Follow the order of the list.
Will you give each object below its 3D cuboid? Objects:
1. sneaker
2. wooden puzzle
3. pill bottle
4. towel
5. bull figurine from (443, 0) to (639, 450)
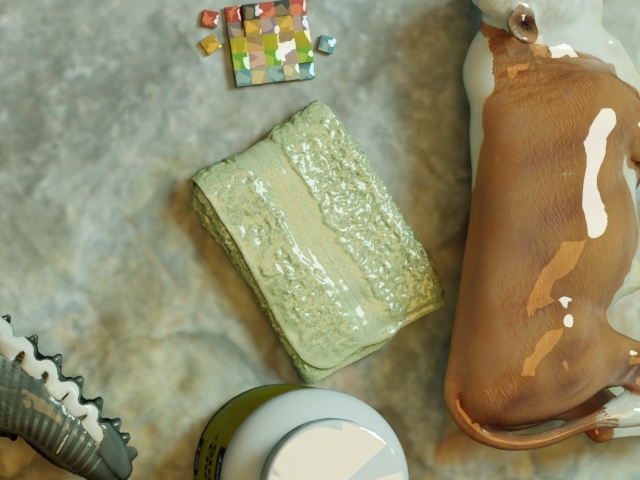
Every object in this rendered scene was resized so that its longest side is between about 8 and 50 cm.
[{"bbox_3d":[-0.214,0.078,1.073,0.234,0.078,0.106,39,84,-3],"label":"sneaker"},{"bbox_3d":[-0.031,-0.119,1.149,0.083,0.006,0.049,-8,89,-11],"label":"wooden puzzle"},{"bbox_3d":[-0.009,0.132,1.051,0.103,0.184,0.103,1,87,-11],"label":"pill bottle"},{"bbox_3d":[0.000,0.000,1.139,0.110,0.027,0.148,-33,93,-11],"label":"towel"},{"bbox_3d":[0.159,-0.025,1.133,0.188,0.101,0.310,11,85,-12],"label":"bull figurine"}]
